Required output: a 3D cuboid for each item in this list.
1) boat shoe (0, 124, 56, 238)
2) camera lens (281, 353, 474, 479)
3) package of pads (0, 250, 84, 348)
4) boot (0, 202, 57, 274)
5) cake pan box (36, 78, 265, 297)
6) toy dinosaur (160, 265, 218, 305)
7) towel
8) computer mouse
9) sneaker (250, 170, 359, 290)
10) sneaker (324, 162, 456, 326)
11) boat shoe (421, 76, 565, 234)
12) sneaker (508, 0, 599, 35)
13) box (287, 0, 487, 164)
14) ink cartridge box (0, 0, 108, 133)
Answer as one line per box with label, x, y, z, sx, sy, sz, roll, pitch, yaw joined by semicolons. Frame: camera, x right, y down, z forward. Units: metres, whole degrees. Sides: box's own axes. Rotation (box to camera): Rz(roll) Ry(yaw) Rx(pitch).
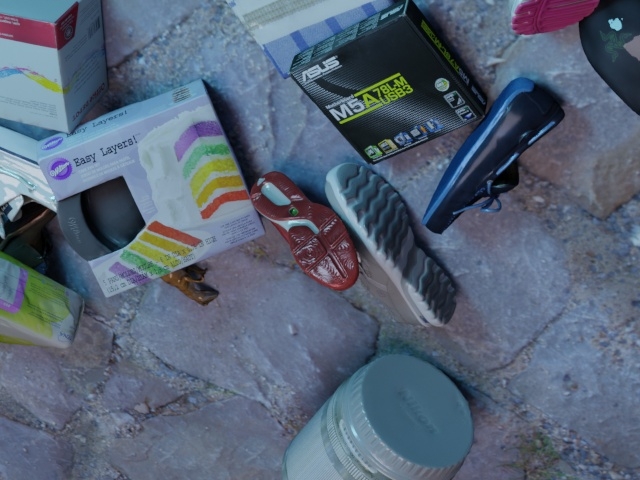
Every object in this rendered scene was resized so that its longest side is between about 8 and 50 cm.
boat shoe;-0.457;-0.080;1.862;0.367;0.136;0.157;23;89;-2
camera lens;0.082;0.329;1.928;0.219;0.219;0.274;33;132;-4
package of pads;-0.546;0.081;1.990;0.229;0.101;0.296;3;160;31
boot;-0.455;-0.005;2.005;0.106;0.082;0.219;35;136;-30
cake pan box;-0.242;-0.070;1.774;0.266;0.070;0.246;-20;118;-1
toy dinosaur;-0.246;0.033;1.939;0.211;0.064;0.112;39;132;-10
towel;-0.041;-0.344;1.559;0.209;0.034;0.285;-17;124;31
computer mouse;0.418;-0.194;1.467;0.272;0.072;0.188;36;133;-7
sneaker;0.000;0.000;1.749;0.087;0.221;0.128;-39;148;4
sneaker;0.075;0.020;1.764;0.115;0.105;0.281;-15;116;40
boat shoe;0.219;-0.089;1.615;0.089;0.109;0.258;30;134;-6
sneaker;0.260;-0.334;1.412;0.102;0.111;0.252;-7;149;-5
box;0.087;-0.199;1.605;0.190;0.045;0.184;-21;128;33
ink cartridge box;-0.379;-0.260;1.718;0.127;0.128;0.176;13;130;14
